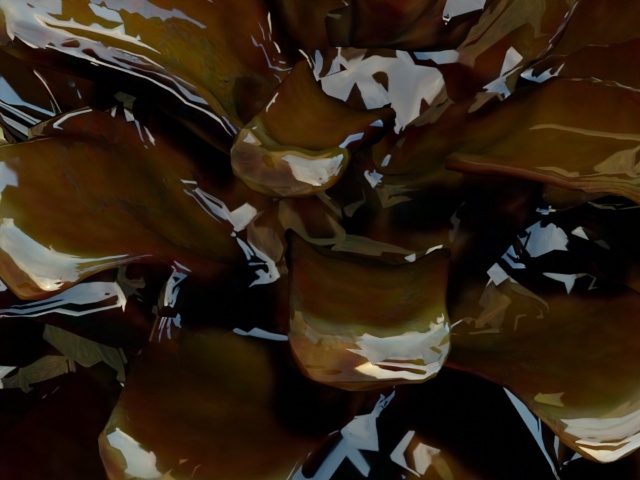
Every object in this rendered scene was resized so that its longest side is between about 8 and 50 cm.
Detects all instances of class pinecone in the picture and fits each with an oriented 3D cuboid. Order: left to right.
[{"bbox_3d":[0.009,0.003,0.428,0.264,0.264,0.264,1,90,-67],"label":"pinecone"}]
